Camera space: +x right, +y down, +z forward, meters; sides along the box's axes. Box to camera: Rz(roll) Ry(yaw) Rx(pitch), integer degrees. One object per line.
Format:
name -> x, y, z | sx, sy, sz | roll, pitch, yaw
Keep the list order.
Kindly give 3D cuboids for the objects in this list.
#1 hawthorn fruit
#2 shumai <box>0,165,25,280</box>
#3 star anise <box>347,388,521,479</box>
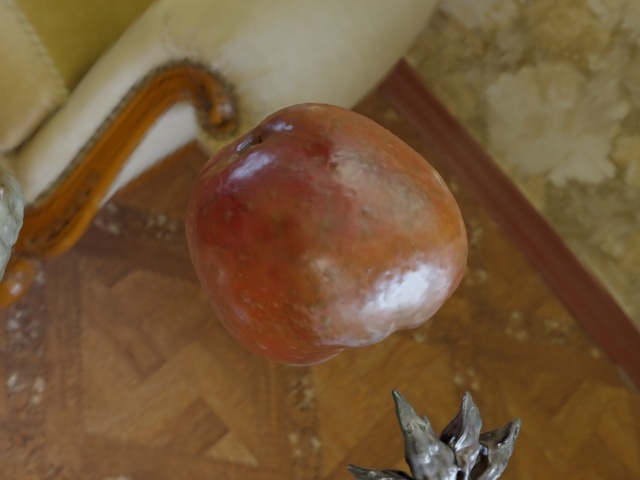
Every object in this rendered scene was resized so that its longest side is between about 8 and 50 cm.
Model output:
hawthorn fruit -> 0.000, 0.000, 1.666 | 0.284, 0.284, 0.284 | 22, 47, -26
shumai -> -0.375, 0.044, 1.136 | 0.262, 0.314, 0.267 | 28, 5, -14
star anise -> 0.116, 0.222, 1.450 | 0.181, 0.204, 0.061 | -9, 20, -25
